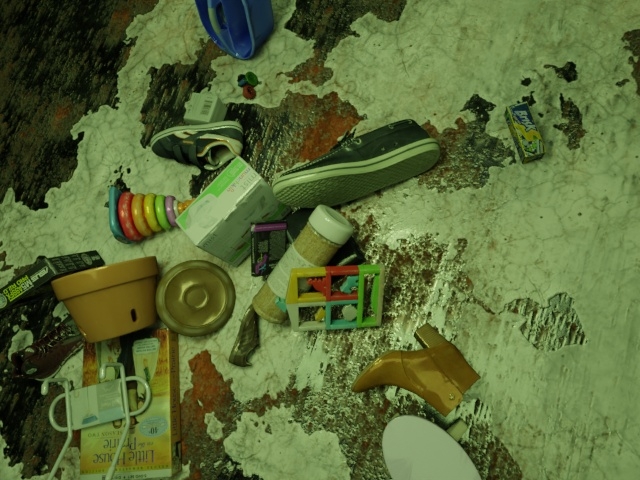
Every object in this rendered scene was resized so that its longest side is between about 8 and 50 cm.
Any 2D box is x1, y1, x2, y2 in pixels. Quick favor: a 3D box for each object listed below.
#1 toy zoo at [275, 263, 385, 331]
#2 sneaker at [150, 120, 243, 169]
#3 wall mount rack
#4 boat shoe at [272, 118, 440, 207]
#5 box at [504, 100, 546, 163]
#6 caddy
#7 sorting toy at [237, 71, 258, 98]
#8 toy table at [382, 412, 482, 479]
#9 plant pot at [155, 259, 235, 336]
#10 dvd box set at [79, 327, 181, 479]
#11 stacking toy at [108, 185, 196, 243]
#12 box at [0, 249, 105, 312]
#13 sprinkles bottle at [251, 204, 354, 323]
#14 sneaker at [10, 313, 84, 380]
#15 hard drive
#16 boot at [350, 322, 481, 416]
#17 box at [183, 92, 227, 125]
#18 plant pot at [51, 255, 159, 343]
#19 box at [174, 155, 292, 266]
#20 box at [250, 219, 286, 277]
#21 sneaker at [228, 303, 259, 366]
[{"bbox_3d":[0.024,0.159,1.174,0.294,0.030,0.192,-2,117,-6],"label":"toy zoo"},{"bbox_3d":[-0.414,-0.304,1.430,0.322,0.126,0.127,-9,70,9],"label":"sneaker"},{"bbox_3d":[-0.663,0.522,1.223,0.351,0.130,0.303,-17,73,10],"label":"wall mount rack"},{"bbox_3d":[0.095,-0.226,1.254,0.501,0.186,0.155,-19,67,-7],"label":"boat shoe"},{"bbox_3d":[0.590,-0.313,1.247,0.059,0.054,0.168,-15,75,9],"label":"box"},{"bbox_3d":[-0.299,-0.766,1.416,0.242,0.341,0.179,31,68,18],"label":"caddy"},{"bbox_3d":[-0.255,-0.535,1.493,0.042,0.061,0.101,-16,62,44],"label":"sorting toy"},{"bbox_3d":[0.271,0.548,1.060,0.252,0.161,0.274,-33,72,4],"label":"toy table"},{"bbox_3d":[-0.376,0.172,1.305,0.237,0.032,0.235,3,78,-14],"label":"plant pot"},{"bbox_3d":[-0.580,0.493,1.312,0.308,0.062,0.419,-9,75,11],"label":"dvd box set"},{"bbox_3d":[-0.515,-0.094,1.407,0.303,0.175,0.165,-9,75,-4],"label":"stacking toy"},{"bbox_3d":[-0.843,0.121,1.348,0.216,0.270,0.060,-32,93,3],"label":"box"},{"bbox_3d":[-0.055,0.072,1.206,0.121,0.121,0.355,42,109,18],"label":"sprinkles bottle"},{"bbox_3d":[-0.851,0.330,1.357,0.107,0.162,0.281,34,87,18],"label":"sneaker"},{"bbox_3d":[0.000,0.000,1.303,0.172,0.054,0.254,-36,72,3],"label":"hard drive"},{"bbox_3d":[0.249,0.375,1.127,0.295,0.104,0.211,-35,63,-5],"label":"boot"},{"bbox_3d":[-0.392,-0.436,1.475,0.102,0.087,0.101,13,80,16],"label":"box"},{"bbox_3d":[-0.621,0.180,1.298,0.291,0.291,0.203,-14,91,9],"label":"plant pot"},{"bbox_3d":[-0.247,-0.075,1.278,0.262,0.231,0.127,-46,64,0],"label":"box"},{"bbox_3d":[-0.153,0.022,1.278,0.029,0.116,0.161,8,100,45],"label":"box"},{"bbox_3d":[-0.211,0.284,1.288,0.071,0.066,0.188,19,87,-1],"label":"sneaker"}]
